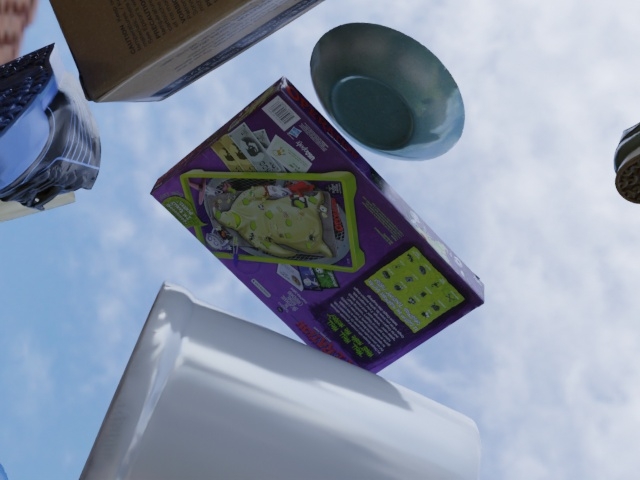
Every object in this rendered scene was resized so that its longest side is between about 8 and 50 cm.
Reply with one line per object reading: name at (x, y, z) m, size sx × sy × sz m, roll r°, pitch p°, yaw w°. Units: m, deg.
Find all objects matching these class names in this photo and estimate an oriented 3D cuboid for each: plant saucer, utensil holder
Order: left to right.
utensil holder at (-0.061, 0.267, 1.411) m, size 0.327 × 0.386 × 0.327 m, roll -156°, pitch -90°, yaw -83°
plant saucer at (0.065, -0.153, 1.418) m, size 0.195 × 0.037 × 0.195 m, roll 22°, pitch -38°, yaw 18°

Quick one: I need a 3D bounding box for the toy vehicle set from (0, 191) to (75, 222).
toy vehicle set at (-0.388, -0.037, 1.234) m, size 0.166 × 0.267 × 0.035 m, roll 28°, pitch -49°, yaw 59°

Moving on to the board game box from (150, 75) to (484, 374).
board game box at (0.000, 0.000, 1.453) m, size 0.208 × 0.347 × 0.056 m, roll -37°, pitch -160°, yaw 21°

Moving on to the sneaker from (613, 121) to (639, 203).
sneaker at (0.333, -0.103, 1.066) m, size 0.192 × 0.086 × 0.064 m, roll -26°, pitch -64°, yaw 20°

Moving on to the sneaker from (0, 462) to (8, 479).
sneaker at (-0.368, 0.248, 1.156) m, size 0.209 × 0.069 × 0.082 m, roll -22°, pitch -110°, yaw 21°

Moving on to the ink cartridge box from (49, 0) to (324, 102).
ink cartridge box at (-0.099, -0.233, 0.813) m, size 0.193 × 0.088 × 0.234 m, roll -26°, pitch -97°, yaw 26°

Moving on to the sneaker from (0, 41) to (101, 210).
sneaker at (-0.179, -0.057, 0.797) m, size 0.232 × 0.081 × 0.090 m, roll -96°, pitch 162°, yaw -69°
